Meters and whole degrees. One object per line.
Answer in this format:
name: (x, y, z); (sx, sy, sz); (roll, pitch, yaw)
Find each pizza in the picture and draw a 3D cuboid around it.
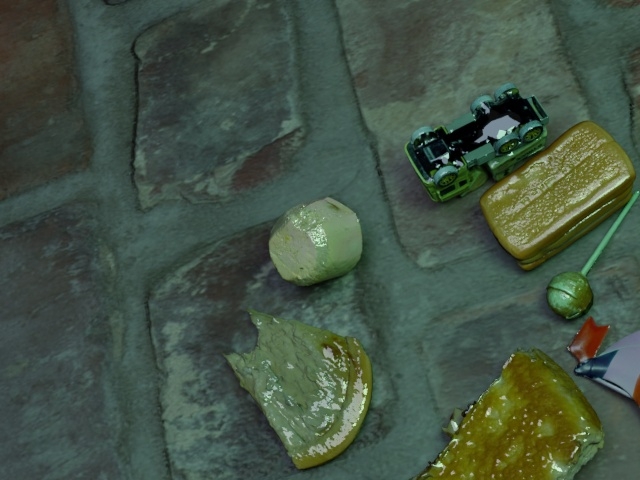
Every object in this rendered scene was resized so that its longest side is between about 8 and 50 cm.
pizza: (-0.033, 0.180, 1.531); (0.181, 0.034, 0.262); (-47, 59, -1)
pizza: (0.210, 0.278, 1.362); (0.297, 0.071, 0.189); (-45, 48, -2)

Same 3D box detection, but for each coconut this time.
coconut: (0.000, 0.000, 1.549); (0.116, 0.122, 0.116); (14, 112, 37)

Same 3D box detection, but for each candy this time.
candy: (0.360, 0.015, 1.437); (0.061, 0.061, 0.202); (29, 73, 29)

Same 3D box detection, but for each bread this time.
bread: (0.313, -0.058, 1.462); (0.200, 0.077, 0.116); (-37, 54, 6)

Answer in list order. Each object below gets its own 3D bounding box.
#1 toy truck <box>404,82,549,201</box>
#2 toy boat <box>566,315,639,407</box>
toy truck: (0.216, -0.124, 1.512); (0.191, 0.116, 0.085); (-28, 60, -1)
toy boat: (0.446, 0.166, 1.299); (0.219, 0.072, 0.318); (-51, 47, 18)
